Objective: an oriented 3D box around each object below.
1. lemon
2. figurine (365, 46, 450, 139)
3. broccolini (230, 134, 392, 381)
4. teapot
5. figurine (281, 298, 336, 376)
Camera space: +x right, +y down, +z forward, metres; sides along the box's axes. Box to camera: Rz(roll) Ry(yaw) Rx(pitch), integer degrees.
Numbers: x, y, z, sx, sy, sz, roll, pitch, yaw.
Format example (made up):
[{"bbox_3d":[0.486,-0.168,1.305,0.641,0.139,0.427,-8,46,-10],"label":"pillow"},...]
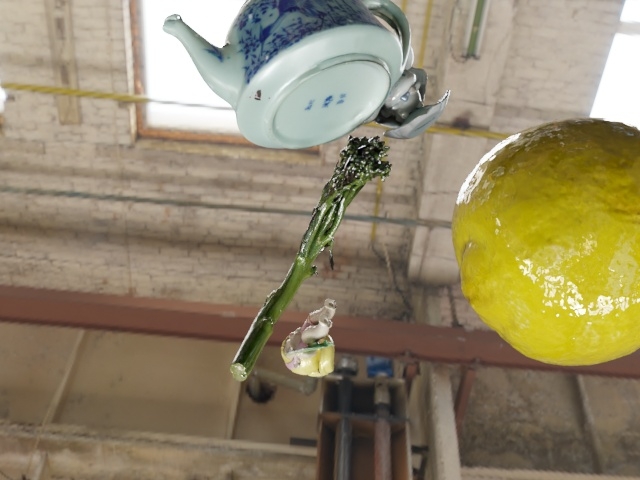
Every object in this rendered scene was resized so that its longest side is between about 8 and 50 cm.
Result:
[{"bbox_3d":[0.341,-0.003,1.093,0.348,0.348,0.348,4,-143,-3],"label":"lemon"},{"bbox_3d":[0.077,-0.146,0.842,0.094,0.082,0.086,-33,-98,-7],"label":"figurine"},{"bbox_3d":[-0.004,0.008,0.755,0.062,0.123,0.271,26,-111,10],"label":"broccolini"},{"bbox_3d":[-0.017,-0.176,0.746,0.232,0.159,0.159,-14,-138,-25],"label":"teapot"},{"bbox_3d":[-0.006,0.141,1.139,0.083,0.187,0.083,8,-123,-12],"label":"figurine"}]
